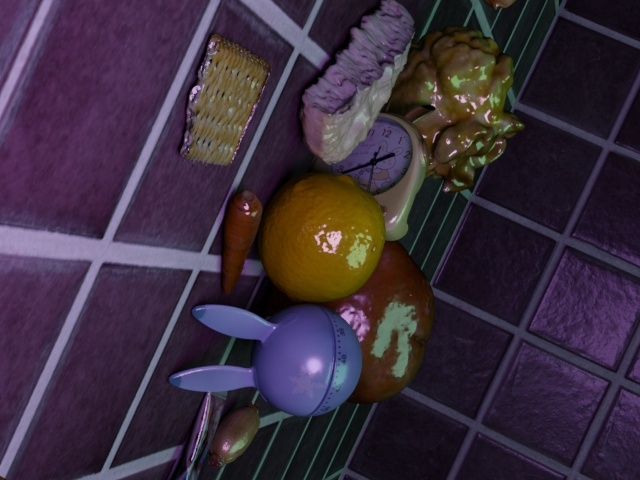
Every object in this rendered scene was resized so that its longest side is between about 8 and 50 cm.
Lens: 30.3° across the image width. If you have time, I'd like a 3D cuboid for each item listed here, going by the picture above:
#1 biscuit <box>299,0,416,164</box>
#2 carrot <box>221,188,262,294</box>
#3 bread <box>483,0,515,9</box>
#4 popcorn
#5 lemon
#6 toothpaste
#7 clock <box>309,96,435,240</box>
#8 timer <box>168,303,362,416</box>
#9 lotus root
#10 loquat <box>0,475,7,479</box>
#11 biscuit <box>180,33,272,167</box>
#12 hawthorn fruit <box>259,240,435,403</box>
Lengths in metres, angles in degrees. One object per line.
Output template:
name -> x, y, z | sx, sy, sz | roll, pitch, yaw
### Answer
biscuit -> 0.055, -0.210, 1.699 | 0.281, 0.084, 0.179 | -55, 164, -37
carrot -> -0.111, 0.011, 1.566 | 0.048, 0.048, 0.216 | -54, 168, -39
bread -> 0.205, -0.477, 1.509 | 0.167, 0.277, 0.324 | -16, 162, -7
popcorn -> 0.205, -0.215, 1.934 | 0.258, 0.224, 0.270 | -161, -105, -65
lemon -> 0.000, 0.000, 1.669 | 0.203, 0.178, 0.178 | -68, 167, 16
toothpaste -> -0.201, 0.347, 1.822 | 0.096, 0.061, 0.266 | 56, 54, -74
clock -> 0.089, -0.123, 1.798 | 0.232, 0.170, 0.069 | -65, 153, -12
timer -> -0.067, 0.154, 1.660 | 0.175, 0.255, 0.175 | -163, -90, -85
lotus root -> -0.141, 0.317, 1.955 | 0.150, 0.062, 0.073 | -51, 169, -45
loquat -> -0.317, 0.297, 0.849 | 0.275, 0.275, 0.275 | -58, 166, -25
biscuit -> -0.110, -0.149, 1.320 | 0.144, 0.016, 0.203 | -66, 168, 7
hawthorn fruit -> 0.049, 0.096, 1.865 | 0.268, 0.268, 0.301 | 18, 89, -77
